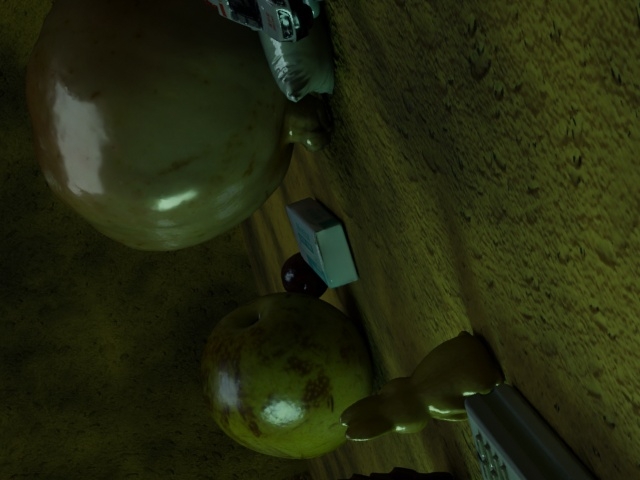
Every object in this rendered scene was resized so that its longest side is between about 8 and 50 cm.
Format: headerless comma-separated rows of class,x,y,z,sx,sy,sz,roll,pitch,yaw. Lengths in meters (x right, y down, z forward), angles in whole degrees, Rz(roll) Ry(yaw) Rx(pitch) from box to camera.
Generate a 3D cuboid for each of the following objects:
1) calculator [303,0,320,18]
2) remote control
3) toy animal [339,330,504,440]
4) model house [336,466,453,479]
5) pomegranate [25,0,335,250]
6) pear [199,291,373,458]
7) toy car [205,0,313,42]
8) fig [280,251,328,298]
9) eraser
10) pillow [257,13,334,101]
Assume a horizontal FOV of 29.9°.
calculator,-0.021,-0.355,1.222,0.299,0.041,0.185,83,166,-54
remote control,0.193,0.226,0.991,0.277,0.056,0.102,-126,18,-67
toy animal,0.091,0.148,1.149,0.070,0.159,0.083,80,164,-54
model house,0.110,0.394,1.505,0.229,0.200,0.219,167,97,-78
pomegranate,-0.176,-0.190,1.575,0.411,0.412,0.411,162,90,-82
pear,-0.049,0.217,1.912,0.281,0.281,0.280,162,90,-82
toy car,-0.082,-0.286,1.245,0.089,0.108,0.209,82,167,-58
fig,-0.021,0.047,2.075,0.125,0.089,0.088,-75,-25,-59
eraser,0.000,0.000,1.857,0.225,0.052,0.095,-137,27,-73
pillow,-0.044,-0.284,1.413,0.144,0.078,0.254,-19,-90,-75
